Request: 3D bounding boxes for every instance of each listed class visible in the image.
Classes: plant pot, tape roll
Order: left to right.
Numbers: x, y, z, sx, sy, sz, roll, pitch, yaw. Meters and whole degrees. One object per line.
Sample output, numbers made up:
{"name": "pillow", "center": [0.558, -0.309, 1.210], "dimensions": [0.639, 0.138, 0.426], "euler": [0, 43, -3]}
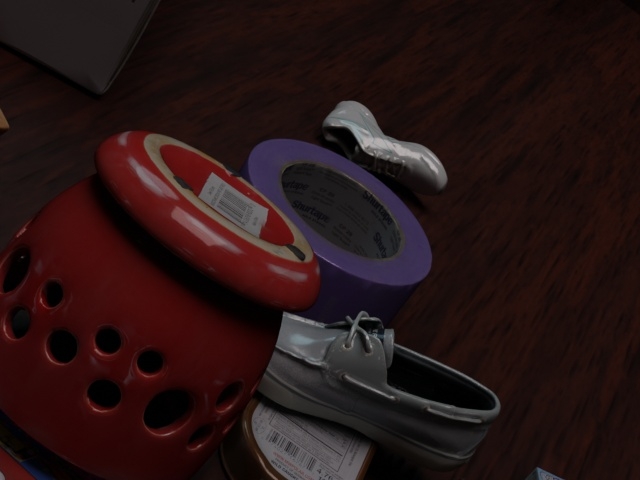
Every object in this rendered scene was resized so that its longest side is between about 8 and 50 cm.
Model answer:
{"name": "plant pot", "center": [-0.111, 0.034, 0.822], "dimensions": [0.191, 0.174, 0.191], "euler": [34, 13, -9]}
{"name": "tape roll", "center": [0.000, 0.000, 1.129], "dimensions": [0.189, 0.080, 0.189], "euler": [26, 31, -17]}

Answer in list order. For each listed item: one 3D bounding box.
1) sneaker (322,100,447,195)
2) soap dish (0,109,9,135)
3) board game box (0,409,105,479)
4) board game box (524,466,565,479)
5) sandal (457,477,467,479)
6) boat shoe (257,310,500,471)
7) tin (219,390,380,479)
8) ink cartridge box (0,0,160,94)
{"name": "sneaker", "center": [0.065, -0.090, 1.372], "dimensions": [0.152, 0.053, 0.061], "euler": [34, 37, 10]}
{"name": "soap dish", "center": [-0.389, -0.164, 0.923], "dimensions": [0.229, 0.118, 0.291], "euler": [1, 44, -46]}
{"name": "board game box", "center": [-0.200, 0.128, 0.778], "dimensions": [0.281, 0.027, 0.145], "euler": [40, 30, 9]}
{"name": "board game box", "center": [0.217, 0.261, 1.019], "dimensions": [0.103, 0.026, 0.154], "euler": [27, 29, -16]}
{"name": "sandal", "center": [0.054, 0.224, 0.867], "dimensions": [0.060, 0.090, 0.219], "euler": [64, 26, 6]}
{"name": "boat shoe", "center": [0.032, 0.092, 0.947], "dimensions": [0.227, 0.081, 0.079], "euler": [27, 29, -15]}
{"name": "tin", "center": [-0.007, 0.141, 0.957], "dimensions": [0.106, 0.040, 0.189], "euler": [39, 28, -2]}
{"name": "ink cartridge box", "center": [-0.268, -0.345, 1.278], "dimensions": [0.279, 0.160, 0.384], "euler": [28, 29, -12]}
